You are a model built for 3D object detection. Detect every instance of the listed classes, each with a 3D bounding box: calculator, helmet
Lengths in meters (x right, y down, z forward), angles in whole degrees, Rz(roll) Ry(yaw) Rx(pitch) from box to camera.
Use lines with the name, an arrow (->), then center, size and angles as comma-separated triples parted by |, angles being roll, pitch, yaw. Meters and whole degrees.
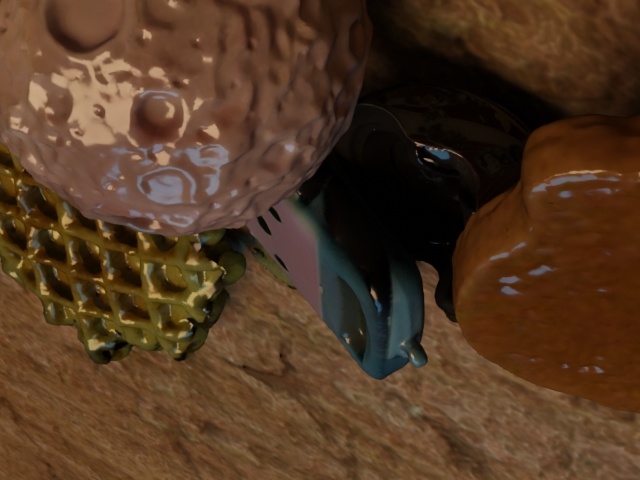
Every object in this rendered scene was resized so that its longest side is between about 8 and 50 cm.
calculator -> -0.012, -0.016, 1.110 | 0.293, 0.051, 0.173 | 50, 164, 22
helmet -> 0.099, -0.042, 1.019 | 0.177, 0.107, 0.153 | 49, 160, 18

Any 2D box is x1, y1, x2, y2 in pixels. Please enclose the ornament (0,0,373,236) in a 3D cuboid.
ornament -> -0.083, -0.130, 0.941 | 0.225, 0.259, 0.259 | 14, 147, -5

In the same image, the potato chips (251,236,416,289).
potato chips -> 0.000, 0.000, 1.240 | 0.142, 0.026, 0.209 | 37, 150, -7

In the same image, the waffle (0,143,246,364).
waffle -> -0.216, -0.018, 1.378 | 0.317, 0.073, 0.297 | 48, 141, -5

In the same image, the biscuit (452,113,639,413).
biscuit -> 0.273, 0.027, 0.865 | 0.385, 0.062, 0.365 | 11, 154, 2
